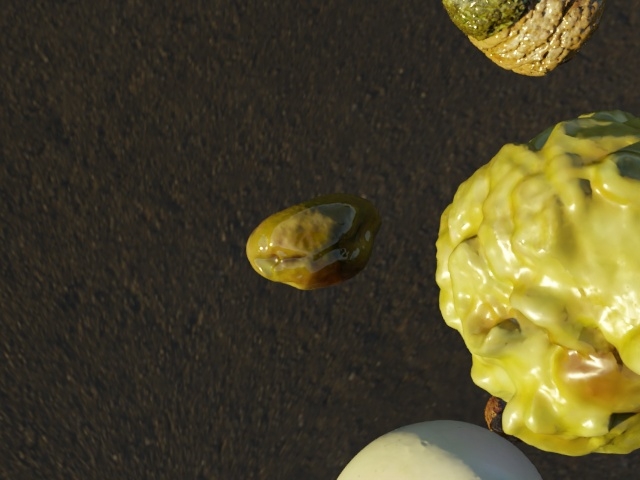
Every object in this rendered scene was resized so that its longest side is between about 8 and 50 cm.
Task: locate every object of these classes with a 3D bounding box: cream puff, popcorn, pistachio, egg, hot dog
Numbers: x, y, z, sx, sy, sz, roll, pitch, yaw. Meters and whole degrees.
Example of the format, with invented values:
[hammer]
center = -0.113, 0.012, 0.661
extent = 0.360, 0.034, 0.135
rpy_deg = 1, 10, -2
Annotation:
[cream puff]
center = 0.225, -0.299, 1.312
extent = 0.169, 0.183, 0.183
rpy_deg = 18, 64, -40
[popcorn]
center = 0.179, 0.033, 0.712
extent = 0.181, 0.235, 0.217
rpy_deg = -7, 38, -30
[pistachio]
center = 0.002, -0.003, 1.408
extent = 0.189, 0.110, 0.100
rpy_deg = -12, 49, -23
[egg]
center = 0.155, 0.370, 1.414
extent = 0.283, 0.345, 0.283
rpy_deg = 12, 60, -22
[hot dog]
center = 0.274, 0.265, 1.642
extent = 0.058, 0.035, 0.083
rpy_deg = 18, 44, -32
